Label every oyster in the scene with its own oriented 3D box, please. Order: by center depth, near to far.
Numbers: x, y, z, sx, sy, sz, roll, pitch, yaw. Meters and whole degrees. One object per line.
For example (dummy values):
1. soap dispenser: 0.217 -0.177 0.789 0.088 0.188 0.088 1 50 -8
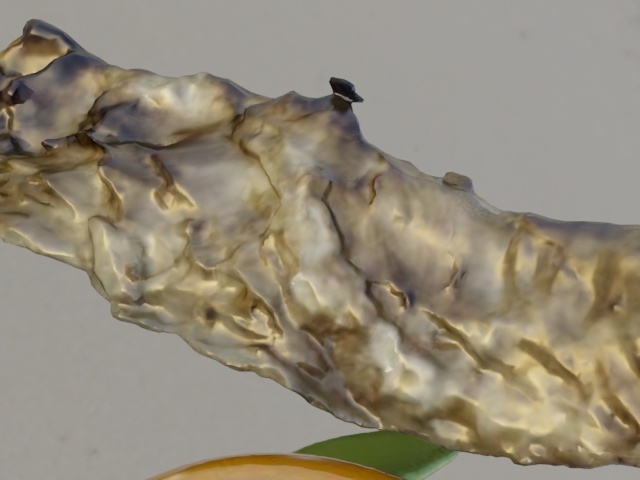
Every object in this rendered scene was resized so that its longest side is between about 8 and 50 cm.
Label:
1. oyster: 0.020 0.008 0.601 0.396 0.111 0.204 19 -2 22

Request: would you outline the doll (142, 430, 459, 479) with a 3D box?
1. doll: -0.022 0.154 0.530 0.213 0.213 0.236 40 17 -31
